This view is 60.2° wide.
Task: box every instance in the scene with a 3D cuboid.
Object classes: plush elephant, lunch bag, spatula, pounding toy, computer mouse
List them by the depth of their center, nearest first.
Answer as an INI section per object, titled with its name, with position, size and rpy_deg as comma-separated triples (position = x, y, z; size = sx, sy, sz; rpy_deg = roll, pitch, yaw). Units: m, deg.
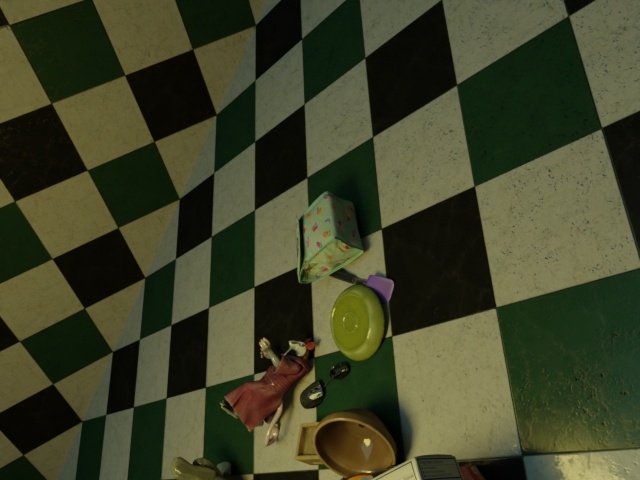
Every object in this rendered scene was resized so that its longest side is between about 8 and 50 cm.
[pounding toy]
position = 0.009, 0.638, 1.696
size = 0.141, 0.100, 0.130
rpy_deg = -23, 45, 41
[spatula]
position = 0.119, 0.135, 1.791
size = 0.296, 0.030, 0.084
rpy_deg = 17, 94, 52
[computer mouse]
position = 0.007, 0.470, 1.791
size = 0.242, 0.041, 0.071
rpy_deg = -49, 43, 26
[lunch bag]
position = 0.000, 0.000, 1.879
size = 0.262, 0.160, 0.223
rpy_deg = -38, 43, 35
[plush elephant]
position = -0.395, 0.922, 1.952
size = 0.255, 0.330, 0.271
rpy_deg = 118, 148, -51

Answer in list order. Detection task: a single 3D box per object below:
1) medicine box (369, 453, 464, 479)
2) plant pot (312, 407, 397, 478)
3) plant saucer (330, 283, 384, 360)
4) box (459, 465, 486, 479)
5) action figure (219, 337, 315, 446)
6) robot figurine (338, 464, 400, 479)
[medicine box]
position = 0.200, 0.642, 1.165
size = 0.263, 0.149, 0.289
rpy_deg = -44, 46, 33
[plant pot]
position = 0.106, 0.552, 1.547
size = 0.237, 0.237, 0.109
rpy_deg = -40, 8, 34
[plant saucer]
position = 0.103, 0.257, 1.734
size = 0.241, 0.037, 0.240
rpy_deg = -13, 74, 50
[box]
position = 0.348, 0.668, 1.216
size = 0.142, 0.154, 0.300
rpy_deg = -56, 42, 19
[action figure]
position = -0.142, 0.477, 1.849
size = 0.370, 0.248, 0.275
rpy_deg = -42, 78, 0
[robot figurine]
position = 0.169, 0.702, 1.442
size = 0.291, 0.085, 0.211
rpy_deg = -20, 75, 38
